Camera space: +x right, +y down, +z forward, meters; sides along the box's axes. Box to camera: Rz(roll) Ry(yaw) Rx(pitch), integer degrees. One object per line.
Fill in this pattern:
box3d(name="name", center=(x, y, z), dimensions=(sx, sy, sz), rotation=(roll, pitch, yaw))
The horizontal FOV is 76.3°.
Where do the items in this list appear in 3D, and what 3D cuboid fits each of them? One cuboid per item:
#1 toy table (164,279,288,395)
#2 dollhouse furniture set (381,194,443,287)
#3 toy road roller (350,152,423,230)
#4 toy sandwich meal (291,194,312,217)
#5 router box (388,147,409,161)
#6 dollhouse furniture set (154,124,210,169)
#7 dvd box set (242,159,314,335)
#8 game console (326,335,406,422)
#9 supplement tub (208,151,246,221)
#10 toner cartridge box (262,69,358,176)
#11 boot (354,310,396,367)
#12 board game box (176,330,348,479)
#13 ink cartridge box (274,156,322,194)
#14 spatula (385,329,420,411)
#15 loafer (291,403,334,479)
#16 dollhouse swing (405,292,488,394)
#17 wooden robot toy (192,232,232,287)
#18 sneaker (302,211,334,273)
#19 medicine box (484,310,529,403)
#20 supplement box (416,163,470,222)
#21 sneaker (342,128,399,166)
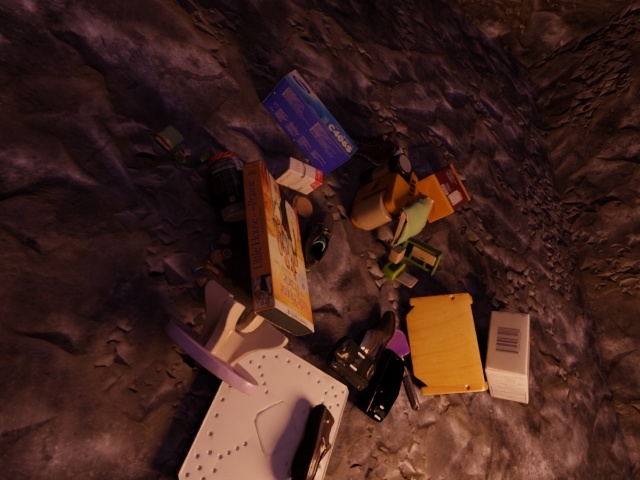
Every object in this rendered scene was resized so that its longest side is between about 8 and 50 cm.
box3d(name="toy table", center=(-0.227, 0.226, 0.994), dimensions=(0.274, 0.252, 0.161), rotation=(36, 79, 5))
box3d(name="dollhouse furniture set", center=(0.365, 0.007, 1.499), dimensions=(0.151, 0.302, 0.197), rotation=(31, 41, 25))
box3d(name="toy road roller", center=(0.283, -0.152, 1.582), dimensions=(0.240, 0.202, 0.330), rotation=(41, 51, -25))
box3d(name="toy sandwich meal", center=(-0.065, -0.115, 1.411), dimensions=(0.085, 0.029, 0.086), rotation=(17, 63, -37))
box3d(name="router box", center=(0.345, -0.324, 1.796), dimensions=(0.133, 0.046, 0.179), rotation=(-2, 74, -38))
box3d(name="dollhouse furniture set", center=(-0.403, -0.278, 1.192), dimensions=(0.151, 0.058, 0.076), rotation=(45, 51, -15))
box3d(name="dvd box set", center=(-0.116, 0.030, 1.141), dimensions=(0.308, 0.062, 0.421), rotation=(54, 24, -61))
box3d(name="game console", center=(0.150, 0.412, 1.281), dimensions=(0.361, 0.043, 0.213), rotation=(48, 61, -33))
box3d(name="supplement tub", center=(-0.263, -0.160, 1.216), dimensions=(0.116, 0.117, 0.191), rotation=(-13, 82, -40))
box3d(name="toner cartridge box", center=(-0.038, -0.410, 1.458), dimensions=(0.348, 0.165, 0.075), rotation=(49, 49, -12))
box3d(name="boot", center=(0.189, 0.317, 1.402), dimensions=(0.106, 0.082, 0.219), rotation=(40, 55, -22))
box3d(name="board game box", center=(-0.130, 0.504, 1.101), dimensions=(0.389, 0.050, 0.390), rotation=(37, 54, -21))
box3d(name="ink cartridge box", center=(-0.075, -0.220, 1.396), dimensions=(0.135, 0.099, 0.056), rotation=(19, 62, -32))
box3d(name="spatula", center=(0.300, 0.465, 1.452), dimensions=(0.084, 0.030, 0.297), rotation=(-19, 90, 0))
box3d(name="loafer", center=(-0.007, 0.557, 1.088), dimensions=(0.078, 0.080, 0.220), rotation=(37, 54, -20))
box3d(name="dollhouse swing", center=(0.495, 0.412, 1.615), dimensions=(0.314, 0.305, 0.347), rotation=(-6, 72, 4))
box3d(name="wooden robot toy", center=(-0.285, 0.051, 1.141), dimensions=(0.076, 0.079, 0.173), rotation=(39, 54, -19))
box3d(name="sneaker", center=(0.000, 0.000, 1.366), dimensions=(0.101, 0.106, 0.268), rotation=(38, 52, -19))
box3d(name="medicine box", center=(0.774, 0.477, 1.671), dimensions=(0.289, 0.149, 0.264), rotation=(61, 41, -44))
box3d(name="supplement box", center=(0.547, -0.217, 1.856), dimensions=(0.194, 0.129, 0.192), rotation=(-29, 91, -41))
box3d(name="sneaker", center=(0.205, -0.409, 1.644), dimensions=(0.281, 0.162, 0.107), rotation=(16, 64, -33))
